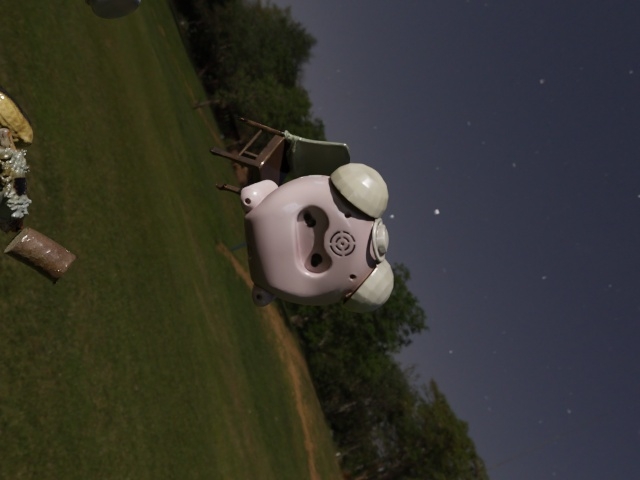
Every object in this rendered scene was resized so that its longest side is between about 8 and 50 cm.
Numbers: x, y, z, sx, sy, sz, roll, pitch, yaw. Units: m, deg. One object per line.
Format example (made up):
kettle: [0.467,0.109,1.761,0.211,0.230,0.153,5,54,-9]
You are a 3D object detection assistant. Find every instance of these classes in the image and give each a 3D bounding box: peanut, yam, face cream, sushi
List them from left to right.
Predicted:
peanut: [-0.921,-0.382,1.602,0.305,0.147,0.147,48,-1,-15]
sushi: [-0.673,-0.125,1.230,0.103,0.097,0.226,3,-81,41]
yam: [-0.619,0.031,1.287,0.127,0.084,0.084,43,8,-30]
face cream: [-0.443,-0.534,1.216,0.117,0.117,0.104,-172,-117,-82]

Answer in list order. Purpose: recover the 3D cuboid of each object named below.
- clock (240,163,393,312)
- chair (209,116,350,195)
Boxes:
clock: [0.000,0.000,1.331,0.184,0.325,0.343,-61,147,-68]
chair: [-0.102,-0.188,1.503,0.160,0.318,0.186,91,24,-50]
